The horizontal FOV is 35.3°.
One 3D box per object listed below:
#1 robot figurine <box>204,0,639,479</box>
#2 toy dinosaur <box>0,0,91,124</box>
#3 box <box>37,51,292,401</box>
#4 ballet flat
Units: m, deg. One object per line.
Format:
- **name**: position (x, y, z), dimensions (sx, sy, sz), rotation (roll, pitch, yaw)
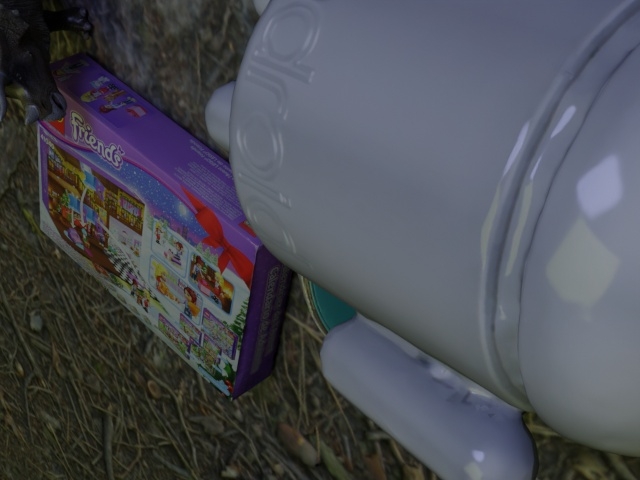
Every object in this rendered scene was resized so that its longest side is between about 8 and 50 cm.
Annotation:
- **robot figurine**: position (0.097, -0.034, 0.462), dimensions (0.353, 0.200, 0.300), rotation (29, 105, 41)
- **toy dinosaur**: position (-0.313, -0.209, 0.888), dimensions (0.313, 0.160, 0.121), rotation (27, 132, 33)
- **box**: position (-0.151, -0.014, 0.924), dimensions (0.293, 0.057, 0.201), rotation (38, 138, 24)
- **ballet flat**: position (0.000, 0.000, 0.787), dimensions (0.052, 0.057, 0.168), rotation (-150, 42, -72)
